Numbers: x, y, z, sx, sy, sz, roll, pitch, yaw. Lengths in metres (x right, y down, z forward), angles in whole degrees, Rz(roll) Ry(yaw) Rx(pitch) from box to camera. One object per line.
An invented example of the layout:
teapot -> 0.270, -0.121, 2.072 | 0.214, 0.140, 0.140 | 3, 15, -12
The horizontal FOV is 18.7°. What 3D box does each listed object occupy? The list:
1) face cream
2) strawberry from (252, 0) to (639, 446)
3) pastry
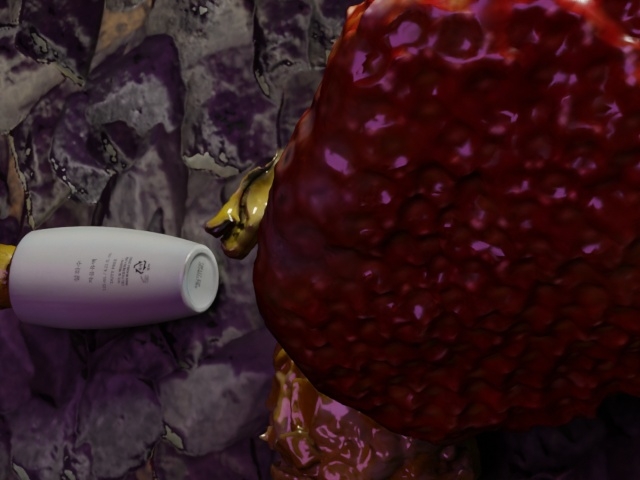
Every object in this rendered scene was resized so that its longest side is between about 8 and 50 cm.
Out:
face cream -> -0.154, 0.026, 1.335 | 0.182, 0.051, 0.072 | -1, 76, 33
strawberry -> 0.114, -0.047, 1.013 | 0.351, 0.312, 0.267 | -37, 39, 11
pastry -> 0.020, 0.041, 1.170 | 0.154, 0.102, 0.250 | -7, 77, 18
